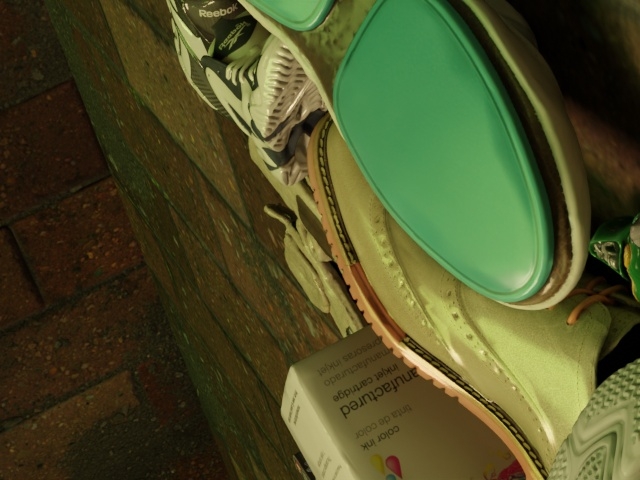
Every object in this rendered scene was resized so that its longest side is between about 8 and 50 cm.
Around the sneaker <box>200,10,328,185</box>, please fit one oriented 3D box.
[{"bbox_3d":[-0.054,-0.159,1.256,0.153,0.094,0.235,50,173,17],"label":"sneaker"}]

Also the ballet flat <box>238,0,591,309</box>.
[{"bbox_3d":[0.047,-0.133,0.847,0.400,0.139,0.139,49,162,22],"label":"ballet flat"}]

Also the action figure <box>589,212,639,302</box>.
[{"bbox_3d":[0.211,0.046,0.727,0.232,0.063,0.137,51,165,55],"label":"action figure"}]

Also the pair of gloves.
[{"bbox_3d":[0.000,0.000,1.474,0.204,0.042,0.240,52,164,30],"label":"pair of gloves"}]

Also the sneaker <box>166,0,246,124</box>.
[{"bbox_3d":[-0.106,-0.217,1.384,0.234,0.078,0.106,70,168,-19],"label":"sneaker"}]

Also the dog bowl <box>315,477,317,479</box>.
[{"bbox_3d":[0.111,0.243,1.150,0.265,0.104,0.265,51,-168,-15],"label":"dog bowl"}]

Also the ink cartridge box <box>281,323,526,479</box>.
[{"bbox_3d":[0.128,0.174,0.963,0.278,0.201,0.117,59,164,18],"label":"ink cartridge box"}]

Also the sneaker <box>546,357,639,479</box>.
[{"bbox_3d":[0.185,0.184,0.738,0.101,0.153,0.269,-78,6,-64],"label":"sneaker"}]

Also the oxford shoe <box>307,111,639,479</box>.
[{"bbox_3d":[0.142,0.045,0.866,0.397,0.140,0.146,51,147,13],"label":"oxford shoe"}]

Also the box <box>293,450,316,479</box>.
[{"bbox_3d":[0.065,0.305,1.644,0.207,0.114,0.036,53,163,40],"label":"box"}]
